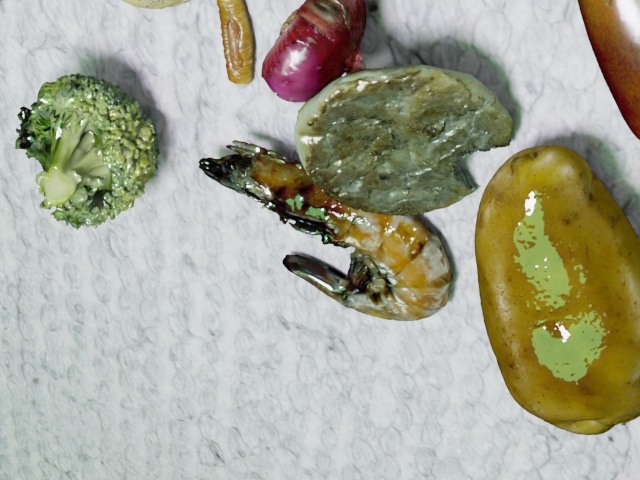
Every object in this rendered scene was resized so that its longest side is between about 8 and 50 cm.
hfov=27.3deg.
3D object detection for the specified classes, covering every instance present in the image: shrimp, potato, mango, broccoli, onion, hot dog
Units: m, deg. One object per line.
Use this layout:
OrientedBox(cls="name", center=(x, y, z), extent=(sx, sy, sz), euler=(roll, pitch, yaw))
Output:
OrientedBox(cls="shrimp", center=(0.000, 0.000, 1.702), extent=(0.365, 0.071, 0.233), euler=(23, 141, 13))
OrientedBox(cls="potato", center=(0.277, 0.064, 1.475), extent=(0.195, 0.176, 0.369), euler=(26, 140, 60))
OrientedBox(cls="mango", center=(0.319, -0.201, 1.244), extent=(0.133, 0.111, 0.267), euler=(9, 132, 53))
OrientedBox(cls="broccoli", center=(-0.318, -0.115, 1.759), extent=(0.198, 0.176, 0.226), euler=(41, 104, -2))
OrientedBox(cls="onion", center=(0.018, -0.202, 1.453), extent=(0.140, 0.150, 0.150), euler=(35, 139, -1))
OrientedBox(cls="hot dog", center=(-0.102, -0.247, 1.595), extent=(0.044, 0.028, 0.137), euler=(13, 130, 20))

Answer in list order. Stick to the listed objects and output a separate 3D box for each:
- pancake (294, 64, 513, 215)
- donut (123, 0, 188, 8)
OrientedBox(cls="pancake", center=(0.089, -0.113, 1.471), extent=(0.253, 0.037, 0.254), euler=(-1, 144, 0))
OrientedBox(cls="donut", center=(-0.210, -0.349, 1.560), extent=(0.174, 0.068, 0.175), euler=(22, 136, 23))
